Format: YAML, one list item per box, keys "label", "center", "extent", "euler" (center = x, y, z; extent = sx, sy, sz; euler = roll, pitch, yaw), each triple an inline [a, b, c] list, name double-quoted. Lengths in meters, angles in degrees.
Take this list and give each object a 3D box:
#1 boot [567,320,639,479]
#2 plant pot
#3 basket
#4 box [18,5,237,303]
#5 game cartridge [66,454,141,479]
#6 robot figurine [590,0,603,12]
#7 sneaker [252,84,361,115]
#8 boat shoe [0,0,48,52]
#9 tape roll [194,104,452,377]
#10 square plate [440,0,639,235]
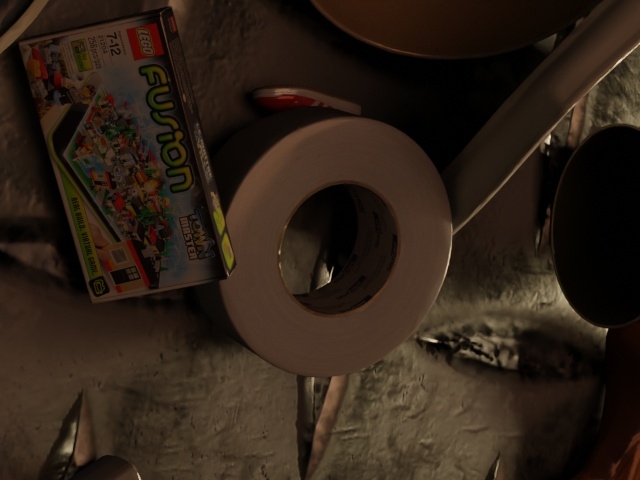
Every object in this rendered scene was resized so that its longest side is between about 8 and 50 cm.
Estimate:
- label: "boot"
  center: [0.267, 0.238, 1.468]
  extent: [0.280, 0.096, 0.264]
  euler: [-24, 116, -29]
- label: "plant pot"
  center: [0.112, -0.317, 1.188]
  extent: [0.284, 0.284, 0.191]
  euler: [32, 42, -37]
- label: "basket"
  center: [0.371, -0.014, 1.479]
  extent: [0.227, 0.154, 0.204]
  euler: [0, 95, -44]
- label: "box"
  center: [-0.143, -0.063, 1.064]
  extent: [0.036, 0.114, 0.207]
  euler: [-64, 142, -72]
- label: "game cartridge"
  center: [-0.248, 0.339, 1.037]
  extent: [0.355, 0.068, 0.230]
  euler: [-32, 109, -34]
- label: "robot figurine"
  center: [0.316, -0.271, 1.453]
  extent: [0.101, 0.067, 0.115]
  euler: [-60, 153, 11]
- label: "sneaker"
  center: [-0.011, -0.094, 1.215]
  extent: [0.118, 0.042, 0.067]
  euler: [9, 84, -42]
- label: "boat shoe"
  center: [-0.214, -0.223, 1.001]
  extent: [0.079, 0.095, 0.254]
  euler: [44, 64, -35]
- label: "tape roll"
  center: [0.000, 0.000, 1.178]
  extent: [0.219, 0.072, 0.219]
  euler: [-7, 105, -27]
- label: "square plate"
  center: [0.221, -0.143, 1.256]
  extent: [0.049, 0.344, 0.347]
  euler: [44, 61, 4]
